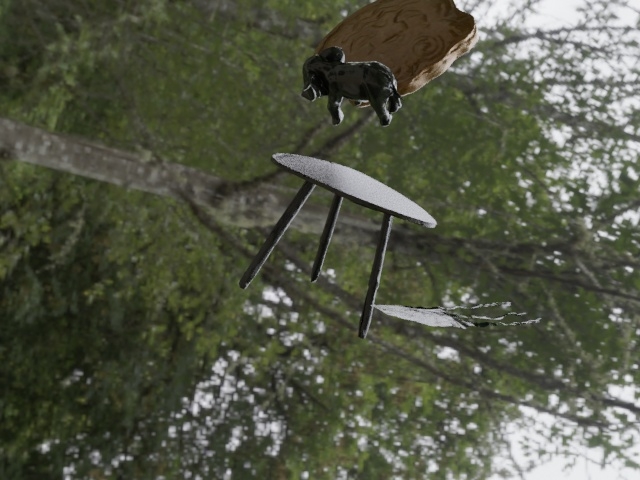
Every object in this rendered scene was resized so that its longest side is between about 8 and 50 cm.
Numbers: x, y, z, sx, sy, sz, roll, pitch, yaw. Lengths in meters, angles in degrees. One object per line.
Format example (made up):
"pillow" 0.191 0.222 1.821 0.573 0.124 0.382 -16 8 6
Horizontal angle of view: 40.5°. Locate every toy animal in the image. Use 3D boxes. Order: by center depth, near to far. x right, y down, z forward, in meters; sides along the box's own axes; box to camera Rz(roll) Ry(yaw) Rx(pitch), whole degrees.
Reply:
"toy animal" 0.057 -0.316 1.768 0.245 0.146 0.114 0 -124 25

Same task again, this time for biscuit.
"biscuit" 0.172 -0.490 2.140 0.385 0.062 0.365 -33 -135 -1

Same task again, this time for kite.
"kite" 0.215 0.121 1.383 0.285 0.152 0.015 -10 -114 51

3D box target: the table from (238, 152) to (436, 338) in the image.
"table" 0.000 0.000 1.620 0.317 0.317 0.249 39 -69 51
